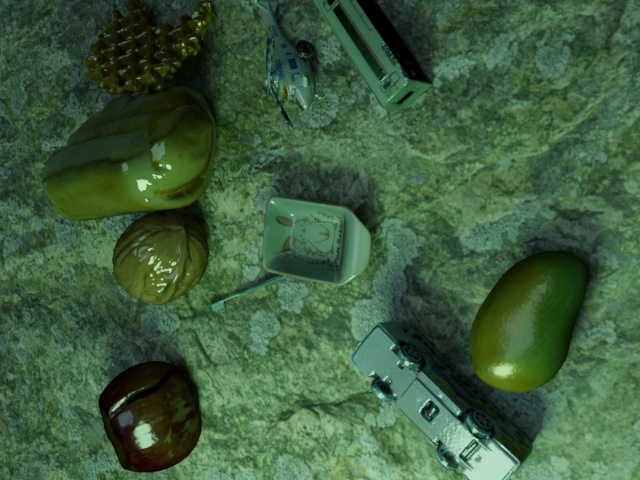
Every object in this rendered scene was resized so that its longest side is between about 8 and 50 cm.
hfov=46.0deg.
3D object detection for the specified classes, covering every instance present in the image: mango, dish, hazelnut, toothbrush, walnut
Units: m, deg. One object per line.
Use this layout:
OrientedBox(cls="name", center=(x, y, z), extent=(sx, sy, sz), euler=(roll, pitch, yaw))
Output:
OrientedBox(cls="mango", center=(0.334, 0.128, 1.217), extent=(0.156, 0.114, 0.251), euler=(31, 110, 35))
OrientedBox(cls="dish", center=(0.000, 0.000, 1.453), extent=(0.234, 0.064, 0.154), euler=(11, 99, 33))
OrientedBox(cls="hazelnut", center=(-0.370, 0.381, 1.652), extent=(0.218, 0.218, 0.234), euler=(-7, 108, 33))
OrientedBox(cls="toothbrush", center=(-0.151, 0.108, 1.585), extent=(0.219, 0.016, 0.019), euler=(-26, 81, 31))
OrientedBox(cls="walnut", center=(-0.336, 0.033, 1.593), extent=(0.213, 0.213, 0.213), euler=(2, 94, 33))

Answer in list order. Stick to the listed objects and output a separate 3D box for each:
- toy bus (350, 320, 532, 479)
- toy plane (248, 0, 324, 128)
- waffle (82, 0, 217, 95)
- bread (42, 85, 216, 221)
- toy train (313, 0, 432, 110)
OrientedBox(cls="toy bus", center=(0.208, 0.275, 1.293), extent=(0.329, 0.136, 0.109), euler=(45, 117, 22))
OrientedBox(cls="toy plane", center=(-0.072, -0.368, 1.485), extent=(0.182, 0.107, 0.273), euler=(89, 166, -51))
OrientedBox(cls="waffle", center=(-0.373, -0.410, 1.614), extent=(0.292, 0.069, 0.260), euler=(16, 69, 34))
OrientedBox(cls="bread", center=(-0.356, -0.170, 1.569), extent=(0.341, 0.301, 0.210), euler=(-11, 130, 24))
OrientedBox(cls="toy train", center=(0.054, -0.421, 1.385), extent=(0.088, 0.086, 0.407), euler=(-41, 71, 34))
